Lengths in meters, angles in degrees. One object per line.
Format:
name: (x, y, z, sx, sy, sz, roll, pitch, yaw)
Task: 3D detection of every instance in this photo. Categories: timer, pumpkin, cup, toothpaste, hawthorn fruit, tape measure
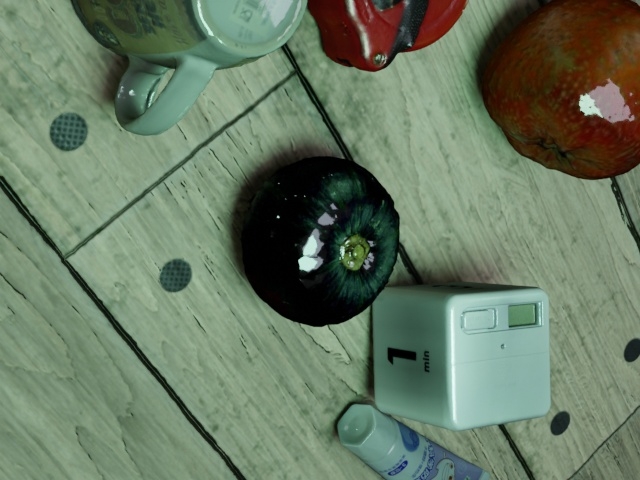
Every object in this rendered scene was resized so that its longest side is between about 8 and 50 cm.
timer: (0.207, 0.165, 1.578, 0.192, 0.195, 0.194, -3, 91, -32)
pumpkin: (0.000, 0.000, 1.433, 0.233, 0.163, 0.233, -12, 113, -31)
cup: (-0.152, -0.255, 1.194, 0.227, 0.257, 0.301, 15, 100, -33)
toothpaste: (0.159, 0.369, 1.727, 0.371, 0.080, 0.125, 42, 72, -42)
hawthorn fruit: (0.397, -0.228, 1.547, 0.300, 0.275, 0.275, -38, 123, -6)
tape measure: (0.085, -0.366, 1.388, 0.260, 0.114, 0.253, -34, 122, -19)
